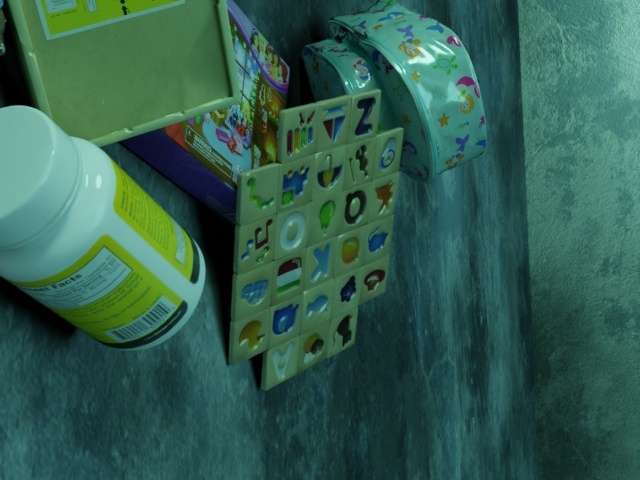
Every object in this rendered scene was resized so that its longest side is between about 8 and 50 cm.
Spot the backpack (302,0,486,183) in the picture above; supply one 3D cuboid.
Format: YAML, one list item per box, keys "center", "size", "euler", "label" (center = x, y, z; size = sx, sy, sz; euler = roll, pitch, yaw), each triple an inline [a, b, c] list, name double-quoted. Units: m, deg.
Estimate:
- center: [0.102, -0.191, 1.282]
  size: [0.191, 0.253, 0.225]
  euler: [-29, 123, -19]
  label: "backpack"

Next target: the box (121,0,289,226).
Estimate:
- center: [-0.121, -0.157, 0.990]
  size: [0.293, 0.057, 0.200]
  euler: [40, 50, -60]
  label: "box"

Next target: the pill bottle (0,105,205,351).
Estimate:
- center: [-0.185, -0.005, 0.736]
  size: [0.208, 0.119, 0.119]
  euler: [52, 40, -54]
  label: "pill bottle"

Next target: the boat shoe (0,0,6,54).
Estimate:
- center: [-0.260, -0.120, 0.638]
  size: [0.183, 0.066, 0.066]
  euler: [-59, 141, -54]
  label: "boat shoe"

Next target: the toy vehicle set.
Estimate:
- center: [-0.161, -0.208, 0.733]
  size: [0.166, 0.035, 0.266]
  euler: [-20, 123, -21]
  label: "toy vehicle set"

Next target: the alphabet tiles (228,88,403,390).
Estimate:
- center: [0.000, 0.000, 1.125]
  size: [0.285, 0.011, 0.342]
  euler: [-22, 125, -46]
  label: "alphabet tiles"
